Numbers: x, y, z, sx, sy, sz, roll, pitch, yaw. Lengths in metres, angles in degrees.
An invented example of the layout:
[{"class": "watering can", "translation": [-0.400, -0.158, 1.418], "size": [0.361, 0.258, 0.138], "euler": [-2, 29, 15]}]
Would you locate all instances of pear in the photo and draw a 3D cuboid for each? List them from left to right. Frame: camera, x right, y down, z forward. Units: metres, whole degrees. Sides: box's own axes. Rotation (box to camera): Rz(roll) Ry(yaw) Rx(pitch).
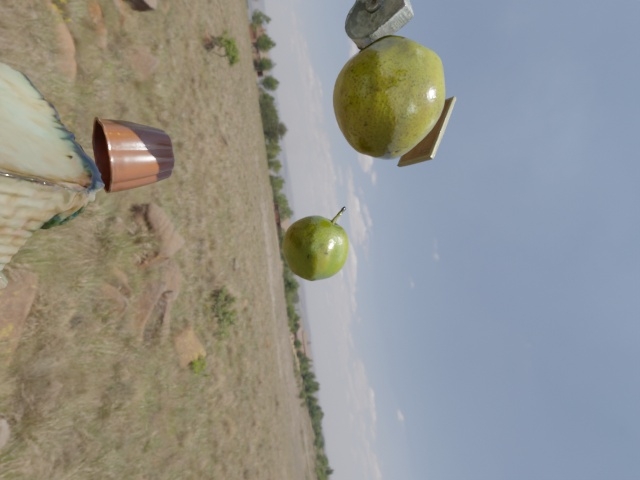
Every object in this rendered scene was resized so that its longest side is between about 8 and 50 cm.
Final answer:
[{"class": "pear", "translation": [0.000, 0.000, 1.111], "size": [0.216, 0.180, 0.166], "euler": [-57, -144, 13]}, {"class": "pear", "translation": [0.167, -0.346, 1.054], "size": [0.294, 0.293, 0.295], "euler": [172, -90, -86]}]

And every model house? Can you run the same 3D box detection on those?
[{"class": "model house", "translation": [-0.702, -0.107, 0.734], "size": [0.445, 0.400, 0.395], "euler": [46, 9, 15]}]

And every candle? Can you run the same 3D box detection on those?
[{"class": "candle", "translation": [0.153, -0.584, 1.062], "size": [0.068, 0.168, 0.193], "euler": [3, 108, -56]}]

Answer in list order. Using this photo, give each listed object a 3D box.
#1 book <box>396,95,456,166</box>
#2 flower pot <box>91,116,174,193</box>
[{"class": "book", "translation": [0.361, -0.367, 1.435], "size": [0.170, 0.018, 0.242], "euler": [-1, -117, 61]}, {"class": "flower pot", "translation": [-0.494, -0.226, 1.119], "size": [0.190, 0.173, 0.191], "euler": [15, -70, 49]}]
